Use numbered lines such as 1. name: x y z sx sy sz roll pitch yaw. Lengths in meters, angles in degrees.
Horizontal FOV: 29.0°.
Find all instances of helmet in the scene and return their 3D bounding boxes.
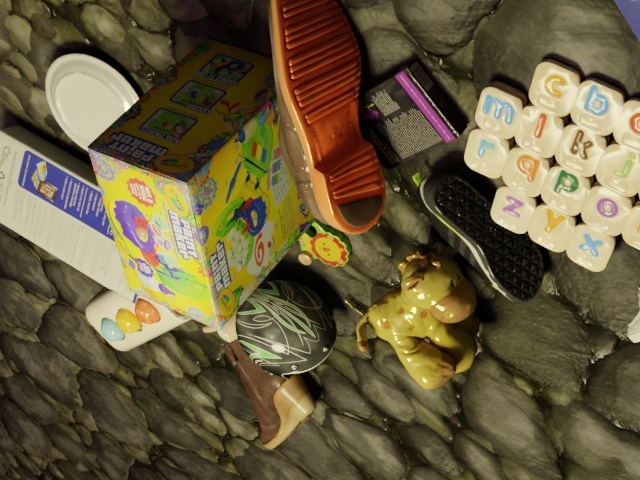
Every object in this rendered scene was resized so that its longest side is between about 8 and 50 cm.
1. helmet: -0.059 0.145 2.059 0.169 0.169 0.161 38 162 3

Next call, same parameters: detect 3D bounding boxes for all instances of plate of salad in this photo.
1. plate of salad: -0.366 -0.223 2.038 0.200 0.048 0.200 17 132 20

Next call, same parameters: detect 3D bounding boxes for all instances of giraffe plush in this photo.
1. giraffe plush: 0.159 0.086 1.792 0.210 0.181 0.170 25 134 -7

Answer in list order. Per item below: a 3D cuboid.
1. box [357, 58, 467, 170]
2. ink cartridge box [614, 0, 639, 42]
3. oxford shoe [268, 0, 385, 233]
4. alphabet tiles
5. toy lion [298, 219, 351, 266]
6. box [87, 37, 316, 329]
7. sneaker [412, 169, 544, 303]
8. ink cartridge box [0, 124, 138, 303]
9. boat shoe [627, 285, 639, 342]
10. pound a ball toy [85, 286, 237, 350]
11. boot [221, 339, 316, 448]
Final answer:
1. box: 0.108 -0.167 1.669 0.116 0.029 0.162 51 143 -13
2. ink cartridge box: 0.388 -0.297 1.228 0.307 0.072 0.303 -16 117 49
3. oxford shoe: -0.021 -0.183 1.662 0.133 0.130 0.363 15 122 52
4. alphabet tiles: 0.319 -0.091 1.551 0.284 0.021 0.278 28 139 17
5. toy lion: 0.000 0.000 1.959 0.096 0.034 0.100 -5 125 38
6. box: -0.155 -0.083 1.790 0.177 0.279 0.290 21 141 26
7. sneaker: 0.219 -0.013 1.716 0.234 0.084 0.097 50 168 -12
8. ink cartridge box: -0.442 -0.050 2.224 0.371 0.069 0.176 30 118 20
9. boat shoe: 0.443 0.070 1.591 0.063 0.066 0.184 50 149 11
10. pound a ball toy: -0.291 0.141 2.296 0.208 0.136 0.319 48 145 -11
11. boot: -0.109 0.277 2.347 0.207 0.090 0.248 49 148 9
